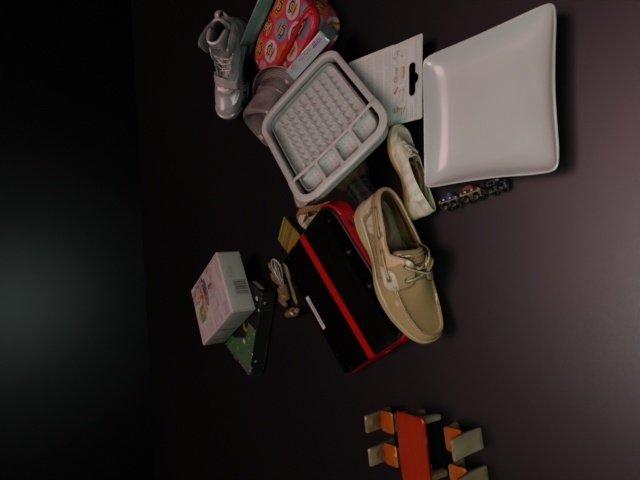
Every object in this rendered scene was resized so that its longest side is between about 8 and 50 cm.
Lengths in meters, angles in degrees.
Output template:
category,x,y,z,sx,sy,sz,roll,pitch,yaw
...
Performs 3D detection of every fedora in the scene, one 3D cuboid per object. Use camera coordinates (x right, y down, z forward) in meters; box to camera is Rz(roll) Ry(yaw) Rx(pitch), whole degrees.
category,x,y,z,sx,sy,sz,roll,pitch,yaw
fedora,-0.136,-0.364,1.267,0.244,0.124,0.275,53,157,-21

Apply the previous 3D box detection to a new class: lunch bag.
category,x,y,z,sx,sy,sz,roll,pitch,yaw
lunch bag,-0.068,-0.572,1.273,0.293,0.120,0.258,-49,58,43

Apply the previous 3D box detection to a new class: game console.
category,x,y,z,sx,sy,sz,roll,pitch,yaw
game console,0.061,0.124,1.119,0.386,0.060,0.342,60,143,18

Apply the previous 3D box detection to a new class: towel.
category,x,y,z,sx,sy,sz,roll,pitch,yaw
towel,-0.067,0.028,1.374,0.237,0.021,0.102,49,134,39

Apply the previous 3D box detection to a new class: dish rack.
category,x,y,z,sx,sy,sz,roll,pitch,yaw
dish rack,0.010,-0.274,1.058,0.285,0.072,0.333,-42,55,21

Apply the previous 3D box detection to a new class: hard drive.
category,x,y,z,sx,sy,sz,roll,pitch,yaw
hard drive,-0.270,0.300,1.623,0.237,0.064,0.339,29,114,50

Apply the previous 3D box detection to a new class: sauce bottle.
category,x,y,z,sx,sy,sz,roll,pitch,yaw
sauce bottle,0.054,-0.204,1.119,0.344,0.111,0.111,58,134,35

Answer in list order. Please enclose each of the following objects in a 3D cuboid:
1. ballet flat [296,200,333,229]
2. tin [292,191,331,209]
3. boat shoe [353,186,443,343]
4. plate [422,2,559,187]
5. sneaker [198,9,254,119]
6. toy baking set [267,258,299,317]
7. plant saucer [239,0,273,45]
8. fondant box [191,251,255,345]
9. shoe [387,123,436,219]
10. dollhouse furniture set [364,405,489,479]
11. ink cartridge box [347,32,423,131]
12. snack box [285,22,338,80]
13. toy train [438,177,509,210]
category,x,y,z,sx,sy,sz,roll,pitch,yaw
ballet flat,-0.021,-0.066,1.251,0.073,0.067,0.206,48,148,-17
tin,-0.024,-0.161,1.292,0.189,0.040,0.106,-39,65,47
boat shoe,0.175,0.053,0.916,0.341,0.121,0.110,65,153,10
plate,0.314,-0.250,0.817,0.277,0.045,0.278,-1,91,55
sneaker,-0.345,-0.620,1.539,0.137,0.210,0.366,18,107,12
toy baking set,-0.122,0.154,1.361,0.197,0.030,0.256,65,160,2
plant saucer,-0.172,-0.757,1.364,0.317,0.043,0.318,-54,23,35
fondant box,-0.377,0.223,1.633,0.330,0.096,0.238,-46,56,44
shoe,0.204,-0.156,0.951,0.058,0.076,0.219,-16,86,50
dollhouse furniture set,0.205,0.502,0.922,0.262,0.135,0.259,-13,81,53
ink cartridge box,0.159,-0.353,1.026,0.232,0.066,0.189,1,92,45
snack box,-0.021,-0.491,1.122,0.141,0.037,0.100,-36,18,37
toy train,0.299,-0.094,0.859,0.158,0.027,0.036,-21,71,52
